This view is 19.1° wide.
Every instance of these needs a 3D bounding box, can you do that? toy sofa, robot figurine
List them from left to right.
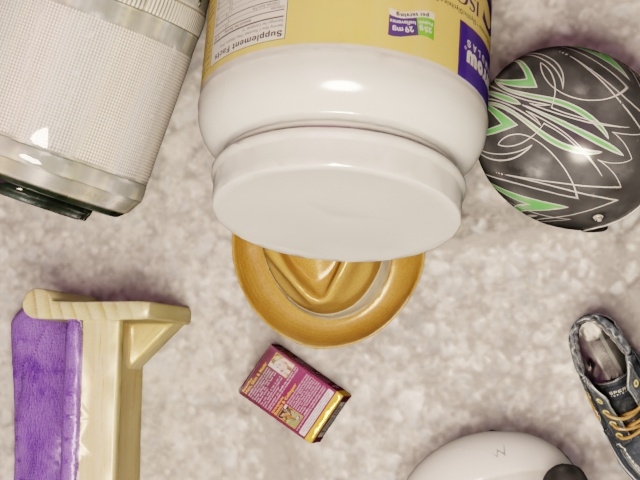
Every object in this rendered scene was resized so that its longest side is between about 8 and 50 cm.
[{"bbox_3d":[-0.221,0.227,1.702,0.177,0.150,0.362,1,86,11],"label":"toy sofa"},{"bbox_3d":[0.164,0.294,1.577,0.209,0.173,0.278,-25,58,15],"label":"robot figurine"}]

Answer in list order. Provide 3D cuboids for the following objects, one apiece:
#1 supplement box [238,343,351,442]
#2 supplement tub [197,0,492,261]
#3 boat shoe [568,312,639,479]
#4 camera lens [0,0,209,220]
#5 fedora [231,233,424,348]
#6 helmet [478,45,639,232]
[{"bbox_3d":[-0.023,0.139,1.718,0.083,0.043,0.055,36,94,12],"label":"supplement box"},{"bbox_3d":[0.024,-0.172,1.592,0.241,0.241,0.331,-1,68,13],"label":"supplement tub"},{"bbox_3d":[0.264,0.146,1.632,0.065,0.083,0.183,-31,80,9],"label":"boat shoe"},{"bbox_3d":[-0.229,-0.168,1.696,0.219,0.219,0.274,19,90,13],"label":"camera lens"},{"bbox_3d":[0.000,0.000,1.705,0.194,0.079,0.194,-1,86,13],"label":"fedora"},{"bbox_3d":[0.215,-0.087,1.619,0.169,0.161,0.169,-1,87,11],"label":"helmet"}]
